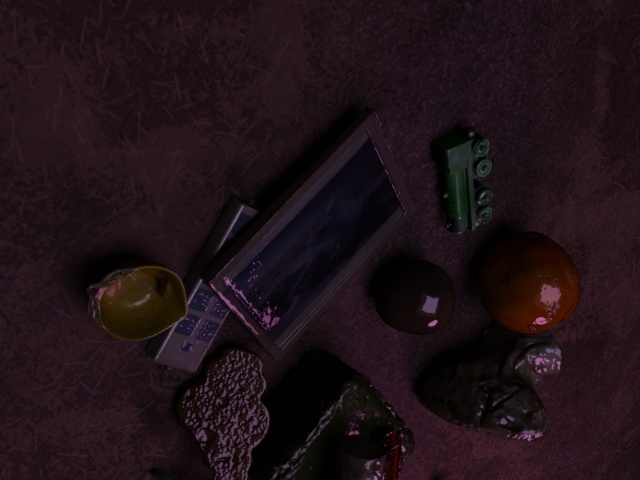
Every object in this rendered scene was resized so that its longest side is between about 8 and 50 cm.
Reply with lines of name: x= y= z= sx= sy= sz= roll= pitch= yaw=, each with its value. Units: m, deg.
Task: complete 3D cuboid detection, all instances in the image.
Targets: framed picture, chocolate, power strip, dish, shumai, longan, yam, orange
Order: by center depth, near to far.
dish: x=-0.320 y=0.088 z=1.401 sx=0.207 sy=0.080 sz=0.149 roll=28 pitch=99 yaw=-46
power strip: x=-0.201 y=0.091 z=1.524 sx=0.106 sy=0.043 sz=0.367 roll=25 pitch=98 yaw=-44
framed picture: x=0.000 y=0.000 z=1.606 sx=0.446 sy=0.028 sz=0.326 roll=-47 pitch=141 yaw=-11
yam: x=0.066 y=0.496 z=1.651 sx=0.107 sy=0.107 sz=0.194 roll=-2 pitch=107 yaw=-38
chocolate: x=0.140 y=0.483 z=1.752 sx=0.086 sy=0.028 sz=0.183 roll=-20 pitch=118 yaw=-42
longan: x=0.211 y=0.125 z=1.803 sx=0.189 sy=0.189 sz=0.189 roll=-19 pitch=125 yaw=-30
orange: x=0.494 y=0.102 z=1.963 sx=0.240 sy=0.240 sz=0.240 roll=-19 pitch=125 yaw=-30
shumai: x=0.430 y=0.333 z=2.066 sx=0.292 sy=0.329 sz=0.289 roll=49 pitch=55 yaw=-81

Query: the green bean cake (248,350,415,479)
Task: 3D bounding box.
green bean cake: x=0.009 y=0.432 z=1.791 sx=0.335 sy=0.218 sz=0.319 roll=-47 pitch=127 yaw=-16

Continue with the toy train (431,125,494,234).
toy train: x=0.310 y=-0.125 z=1.793 sx=0.119 sy=0.085 sz=0.251 roll=-24 pitch=126 yaw=-20

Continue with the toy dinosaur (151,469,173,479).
toy dinosaur: x=-0.155 y=0.611 z=1.832 sx=0.500 sy=0.374 sz=0.144 roll=39 pitch=80 yaw=-4

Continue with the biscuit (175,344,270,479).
biscuit: x=-0.188 y=0.367 z=1.626 sx=0.183 sy=0.047 sz=0.320 roll=-7 pitch=93 yaw=-9
